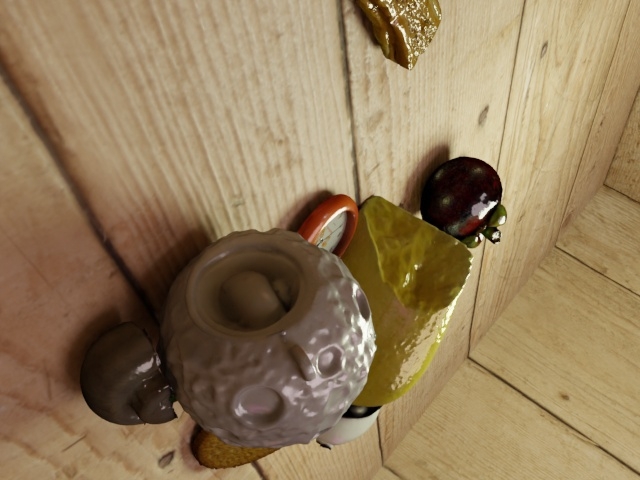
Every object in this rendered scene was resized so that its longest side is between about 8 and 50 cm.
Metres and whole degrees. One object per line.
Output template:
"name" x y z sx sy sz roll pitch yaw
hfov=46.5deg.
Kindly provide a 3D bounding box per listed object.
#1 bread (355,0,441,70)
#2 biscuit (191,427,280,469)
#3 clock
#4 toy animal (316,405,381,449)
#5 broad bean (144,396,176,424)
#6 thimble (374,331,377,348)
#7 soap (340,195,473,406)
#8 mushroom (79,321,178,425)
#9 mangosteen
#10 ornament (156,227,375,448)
"bread" 0.128 -0.384 1.181 0.139 0.077 0.271 -60 157 0
"biscuit" -0.134 0.395 1.600 0.305 0.038 0.305 -22 145 -16
"clock" 0.000 0.000 1.448 0.205 0.051 0.205 -43 154 -28
"toy animal" 0.053 0.347 1.774 0.251 0.251 0.310 -34 141 -40
"broad bean" -0.217 0.206 1.314 0.297 0.043 0.060 -53 144 -9
"thimble" -0.025 0.201 1.426 0.157 0.245 0.217 -61 -168 11
"soap" 0.122 0.140 1.571 0.427 0.306 0.115 -62 -174 -2
"mushroom" -0.287 0.207 1.084 0.117 0.141 0.188 -21 141 -17
"mangosteen" 0.352 -0.094 1.792 0.216 0.216 0.216 -42 152 -29
"ornament" -0.082 0.158 1.155 0.337 0.337 0.337 -42 152 -29
